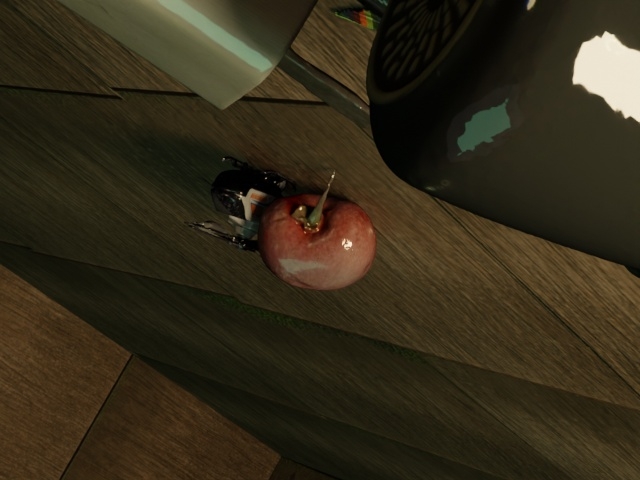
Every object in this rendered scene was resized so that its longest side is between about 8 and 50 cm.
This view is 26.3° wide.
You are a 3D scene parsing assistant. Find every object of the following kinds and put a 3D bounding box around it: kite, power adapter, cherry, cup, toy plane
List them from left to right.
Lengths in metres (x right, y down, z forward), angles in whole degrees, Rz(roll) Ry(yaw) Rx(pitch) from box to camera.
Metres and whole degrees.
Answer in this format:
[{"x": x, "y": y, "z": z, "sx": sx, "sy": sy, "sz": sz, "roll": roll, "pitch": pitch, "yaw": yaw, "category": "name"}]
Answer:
[{"x": -0.036, "y": -0.144, "z": 0.744, "sx": 0.205, "sy": 0.130, "sz": 0.125, "roll": 34, "pitch": 164, "yaw": -13, "category": "power adapter"}, {"x": -0.055, "y": -0.025, "z": 1.278, "sx": 0.053, "sy": 0.078, "sz": 0.197, "roll": 18, "pitch": 176, "yaw": 28, "category": "toy plane"}, {"x": 0.004, "y": 0.004, "z": 1.232, "sx": 0.106, "sy": 0.087, "sz": 0.126, "roll": -1, "pitch": 156, "yaw": 37, "category": "cherry"}, {"x": 0.052, "y": -0.136, "z": 0.849, "sx": 0.090, "sy": 0.004, "sz": 0.122, "roll": 37, "pitch": 163, "yaw": -30, "category": "kite"}, {"x": 0.137, "y": -0.088, "z": 0.597, "sx": 0.176, "sy": 0.169, "sz": 0.223, "roll": 30, "pitch": 135, "yaw": -16, "category": "cup"}]
